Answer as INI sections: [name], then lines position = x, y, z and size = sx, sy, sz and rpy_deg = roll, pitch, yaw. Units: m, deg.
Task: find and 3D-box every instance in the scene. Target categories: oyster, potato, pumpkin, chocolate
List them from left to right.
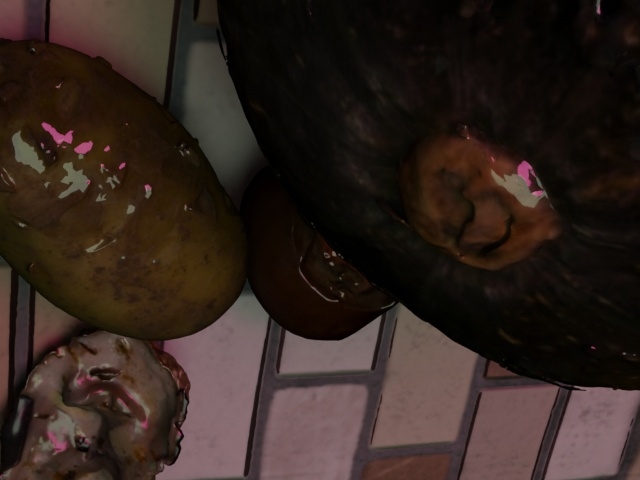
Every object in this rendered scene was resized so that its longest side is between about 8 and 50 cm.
[oyster]
position = -0.209, 0.207, 0.810
size = 0.128, 0.078, 0.345
rpy_deg = 27, 108, -8
[potato]
position = -0.144, -0.026, 0.679
size = 0.149, 0.113, 0.251
rpy_deg = -41, 126, 7
[chocolate]
position = 0.000, 0.000, 0.746
size = 0.127, 0.124, 0.133
rpy_deg = -36, 94, 7
[pumpkin]
position = 0.151, -0.116, 0.557
size = 0.344, 0.454, 0.454
rpy_deg = -40, 129, -33
